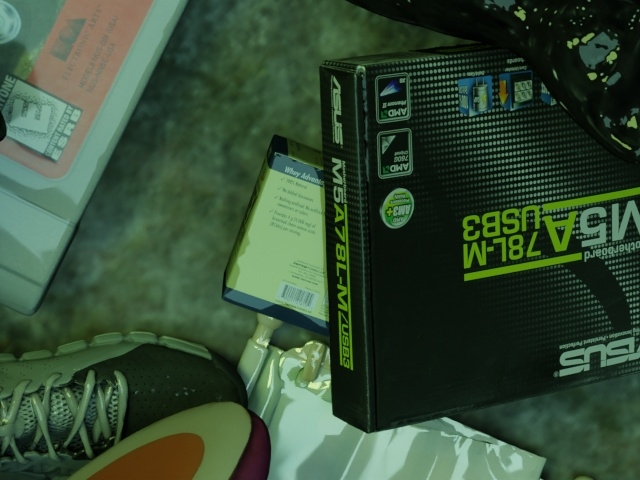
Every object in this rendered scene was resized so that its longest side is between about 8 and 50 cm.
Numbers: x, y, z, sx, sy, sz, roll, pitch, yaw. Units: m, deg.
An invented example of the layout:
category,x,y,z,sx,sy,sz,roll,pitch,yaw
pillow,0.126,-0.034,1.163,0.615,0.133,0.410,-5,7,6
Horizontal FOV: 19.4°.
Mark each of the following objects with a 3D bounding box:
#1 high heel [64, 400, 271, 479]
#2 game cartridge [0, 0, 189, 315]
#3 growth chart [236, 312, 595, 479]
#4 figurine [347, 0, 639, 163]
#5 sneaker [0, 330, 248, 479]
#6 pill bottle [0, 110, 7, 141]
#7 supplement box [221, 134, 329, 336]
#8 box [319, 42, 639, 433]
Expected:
category,x,y,z,sx,sy,sz,roll,pitch,yaw
high heel,-0.120,0.260,0.944,0.377,0.127,0.181,-49,126,-2
game cartridge,-0.171,-0.129,0.957,0.196,0.060,0.294,26,101,-3
growth chart,0.034,0.159,1.043,0.237,0.021,0.172,27,101,-8
figurine,0.128,-0.164,0.874,0.209,0.092,0.215,37,85,28
sneaker,-0.154,0.102,0.962,0.229,0.132,0.086,-2,100,2
pill bottle,-0.264,-0.025,0.888,0.219,0.123,0.123,-35,101,5
supplement box,0.000,0.000,0.987,0.083,0.056,0.083,19,102,-6
box,0.091,-0.009,0.955,0.191,0.045,0.184,-9,102,-29
